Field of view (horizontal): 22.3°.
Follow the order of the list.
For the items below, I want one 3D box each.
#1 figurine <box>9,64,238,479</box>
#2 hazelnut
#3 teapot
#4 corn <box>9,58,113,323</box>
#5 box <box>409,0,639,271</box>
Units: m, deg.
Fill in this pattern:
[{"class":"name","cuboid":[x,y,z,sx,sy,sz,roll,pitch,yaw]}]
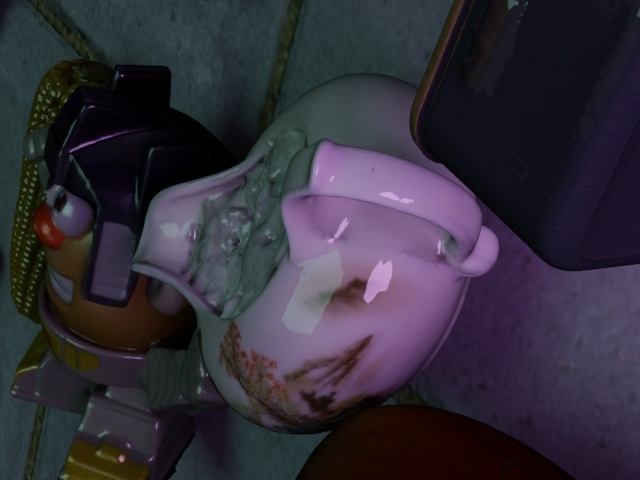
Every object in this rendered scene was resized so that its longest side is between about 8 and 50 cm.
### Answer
[{"class":"figurine","cuboid":[-0.132,0.022,1.119,0.308,0.143,0.308,16,115,39]},{"class":"hazelnut","cuboid":[0.056,0.187,0.801,0.181,0.181,0.212,-56,-32,-66]},{"class":"teapot","cuboid":[0.000,0.000,0.878,0.298,0.139,0.204,-23,46,60]},{"class":"corn","cuboid":[-0.203,-0.037,1.284,0.080,0.080,0.231,52,134,42]},{"class":"box","cuboid":[0.149,-0.069,0.620,0.090,0.201,0.144,50,131,38]}]
